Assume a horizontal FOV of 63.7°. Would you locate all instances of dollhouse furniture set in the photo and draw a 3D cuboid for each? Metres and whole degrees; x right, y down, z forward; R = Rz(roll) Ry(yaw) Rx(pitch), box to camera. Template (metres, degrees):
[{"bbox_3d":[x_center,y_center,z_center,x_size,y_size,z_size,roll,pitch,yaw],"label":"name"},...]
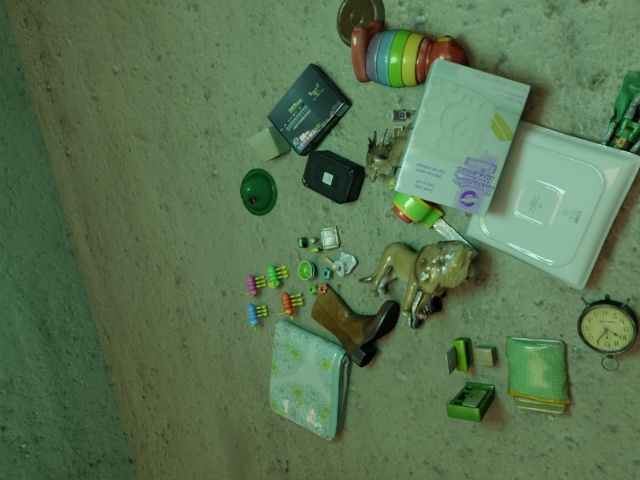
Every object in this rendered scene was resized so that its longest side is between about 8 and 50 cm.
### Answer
[{"bbox_3d":[0.505,0.380,1.409,0.301,0.151,0.198,-4,98,36],"label":"dollhouse furniture set"},{"bbox_3d":[0.000,0.000,1.772,0.151,0.058,0.076,-11,86,18],"label":"dollhouse furniture set"},{"bbox_3d":[0.231,-0.323,1.489,0.090,0.081,0.115,6,104,35],"label":"dollhouse furniture set"}]

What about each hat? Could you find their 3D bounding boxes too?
[{"bbox_3d":[-0.272,-0.168,1.830,0.208,0.183,0.173,-35,79,36],"label":"hat"}]

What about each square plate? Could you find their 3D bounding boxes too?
[{"bbox_3d":[0.551,-0.097,1.295,0.344,0.049,0.348,32,120,38],"label":"square plate"}]

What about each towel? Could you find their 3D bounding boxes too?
[{"bbox_3d":[-0.050,0.512,1.887,0.320,0.090,0.375,17,110,32],"label":"towel"}]

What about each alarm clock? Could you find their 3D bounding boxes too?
[{"bbox_3d":[0.713,0.232,1.278,0.129,0.064,0.192,-2,97,36],"label":"alarm clock"}]

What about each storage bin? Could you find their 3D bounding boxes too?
[{"bbox_3d":[0.042,-0.205,1.655,0.180,0.084,0.122,30,117,28],"label":"storage bin"}]

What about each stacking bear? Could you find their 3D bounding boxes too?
[{"bbox_3d":[0.248,-0.495,1.397,0.288,0.175,0.165,14,123,24],"label":"stacking bear"}]

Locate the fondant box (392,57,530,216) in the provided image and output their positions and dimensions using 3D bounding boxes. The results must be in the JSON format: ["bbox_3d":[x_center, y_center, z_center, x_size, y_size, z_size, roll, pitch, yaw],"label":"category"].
[{"bbox_3d":[0.343,-0.251,1.283,0.238,0.096,0.331,16,102,0],"label":"fondant box"}]

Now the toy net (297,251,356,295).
[{"bbox_3d":[0.022,0.111,1.749,0.232,0.045,0.122,-20,71,39],"label":"toy net"}]

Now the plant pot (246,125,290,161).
[{"bbox_3d":[-0.168,-0.331,1.771,0.109,0.109,0.096,-19,100,37],"label":"plant pot"}]

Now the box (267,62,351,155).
[{"bbox_3d":[-0.039,-0.417,1.657,0.232,0.059,0.183,-44,73,23],"label":"box"}]

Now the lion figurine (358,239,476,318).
[{"bbox_3d":[0.260,0.079,1.500,0.392,0.142,0.241,24,99,53],"label":"lion figurine"}]

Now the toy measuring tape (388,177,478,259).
[{"bbox_3d":[0.308,-0.064,1.468,0.330,0.121,0.121,48,124,19],"label":"toy measuring tape"}]

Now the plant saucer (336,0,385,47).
[{"bbox_3d":[0.112,-0.659,1.533,0.168,0.029,0.169,10,107,34],"label":"plant saucer"}]

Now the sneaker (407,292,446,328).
[{"bbox_3d":[0.324,0.206,1.556,0.074,0.063,0.171,36,115,32],"label":"sneaker"}]

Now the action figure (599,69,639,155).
[{"bbox_3d":[0.704,-0.250,1.178,0.137,0.063,0.232,32,121,23],"label":"action figure"}]

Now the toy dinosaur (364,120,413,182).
[{"bbox_3d":[0.242,-0.267,1.447,0.295,0.127,0.200,-38,48,11],"label":"toy dinosaur"}]

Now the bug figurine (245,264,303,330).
[{"bbox_3d":[-0.200,0.212,1.920,0.278,0.072,0.217,-23,77,38],"label":"bug figurine"}]

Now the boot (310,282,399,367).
[{"bbox_3d":[0.110,0.237,1.731,0.280,0.096,0.264,44,124,34],"label":"boot"}]
